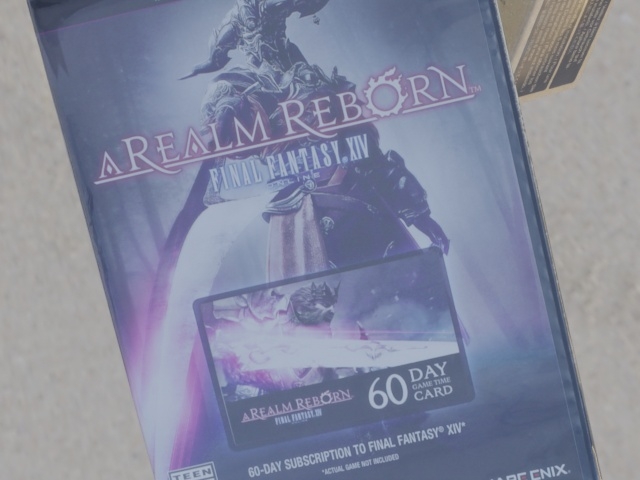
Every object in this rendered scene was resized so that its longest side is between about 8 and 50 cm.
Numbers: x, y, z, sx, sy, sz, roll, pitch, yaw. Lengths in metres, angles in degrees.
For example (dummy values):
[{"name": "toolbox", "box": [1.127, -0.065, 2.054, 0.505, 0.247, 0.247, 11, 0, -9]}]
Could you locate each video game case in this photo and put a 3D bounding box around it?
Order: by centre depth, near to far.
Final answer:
[{"name": "video game case", "box": [0.000, 0.000, 0.825, 0.196, 0.026, 0.274, -13, 103, 5]}]

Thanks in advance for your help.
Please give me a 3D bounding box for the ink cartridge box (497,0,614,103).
[{"name": "ink cartridge box", "box": [0.105, -0.236, 1.265, 0.088, 0.235, 0.193, -15, 143, -33]}]
